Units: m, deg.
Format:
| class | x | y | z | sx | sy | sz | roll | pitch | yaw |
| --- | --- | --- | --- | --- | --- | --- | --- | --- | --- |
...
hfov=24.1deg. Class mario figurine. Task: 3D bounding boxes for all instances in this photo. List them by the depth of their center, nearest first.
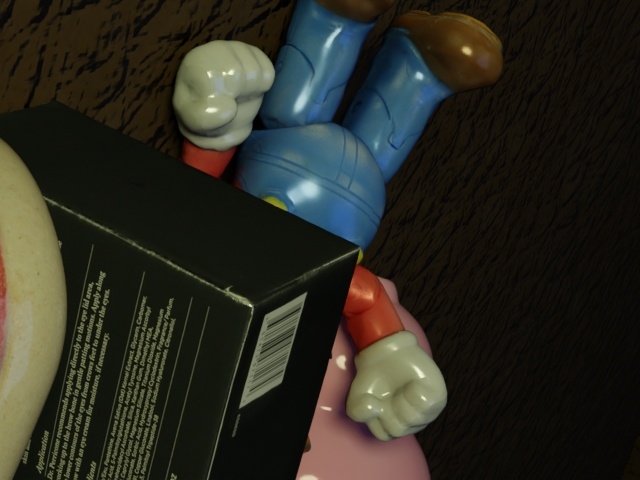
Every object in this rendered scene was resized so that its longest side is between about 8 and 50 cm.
| class | x | y | z | sx | sy | sz | roll | pitch | yaw |
| --- | --- | --- | --- | --- | --- | --- | --- | --- | --- |
| mario figurine | 0.000 | 0.000 | 0.847 | 0.170 | 0.198 | 0.320 | 61 | 53 | -78 |

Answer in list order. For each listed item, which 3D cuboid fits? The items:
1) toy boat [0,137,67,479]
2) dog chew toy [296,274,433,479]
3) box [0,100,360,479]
| class | x | y | z | sx | sy | sz | roll | pitch | yaw |
| --- | --- | --- | --- | --- | --- | --- | --- | --- | --- |
| toy boat | -0.200 | 0.052 | 0.570 | 0.151 | 0.151 | 0.231 | 17 | 99 | -38 |
| dog chew toy | -0.020 | 0.179 | 0.985 | 0.207 | 0.207 | 0.331 | 18 | 89 | -67 |
| box | -0.109 | 0.092 | 0.708 | 0.103 | 0.184 | 0.261 | -28 | 139 | -58 |
